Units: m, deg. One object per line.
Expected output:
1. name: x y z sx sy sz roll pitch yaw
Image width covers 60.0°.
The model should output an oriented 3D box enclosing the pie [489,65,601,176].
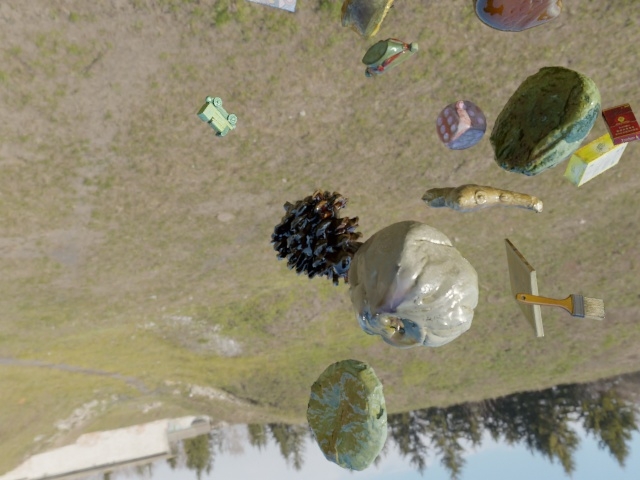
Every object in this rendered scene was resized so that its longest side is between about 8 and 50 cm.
1. pie: 0.502 -0.280 1.274 0.078 0.277 0.277 24 145 -34

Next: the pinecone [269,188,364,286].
1. pinecone: 0.004 -0.010 1.448 0.257 0.244 0.243 32 148 -15

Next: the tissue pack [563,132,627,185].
1. tissue pack: 0.815 -0.245 1.643 0.176 0.062 0.095 -28 146 -17

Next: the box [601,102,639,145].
1. box: 0.606 -0.234 1.116 0.051 0.082 0.023 -13 147 17

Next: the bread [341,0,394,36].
1. bread: 0.151 -0.755 1.774 0.139 0.143 0.229 -49 173 -44

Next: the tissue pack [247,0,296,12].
1. tissue pack: -0.141 -0.754 1.637 0.155 0.065 0.116 8 123 -17

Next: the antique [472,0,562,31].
1. antique: 0.475 -0.619 1.334 0.278 0.129 0.223 11 155 -37

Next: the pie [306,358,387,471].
1. pie: 0.073 0.481 1.532 0.071 0.307 0.306 10 153 -44

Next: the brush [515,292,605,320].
1. brush: 0.441 0.116 1.022 0.169 0.043 0.014 9 156 -4

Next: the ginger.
1. ginger: 0.460 -0.120 1.587 0.333 0.081 0.148 1 -179 6

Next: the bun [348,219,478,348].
1. bun: 0.175 0.102 1.098 0.281 0.282 0.205 -23 -163 34

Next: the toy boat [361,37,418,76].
1. toy boat: 0.169 -0.485 1.470 0.071 0.089 0.185 10 164 -38

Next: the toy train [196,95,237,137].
1. toy train: -0.293 -0.353 1.584 0.050 0.081 0.122 1 143 44

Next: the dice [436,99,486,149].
1. dice: 0.352 -0.288 1.387 0.091 0.093 0.094 -3 152 -24

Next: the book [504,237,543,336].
1. book: 0.499 0.109 1.370 0.018 0.170 0.242 -11 -164 8
